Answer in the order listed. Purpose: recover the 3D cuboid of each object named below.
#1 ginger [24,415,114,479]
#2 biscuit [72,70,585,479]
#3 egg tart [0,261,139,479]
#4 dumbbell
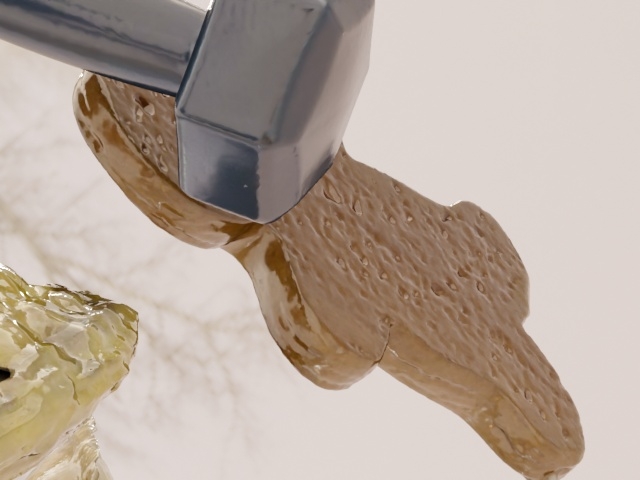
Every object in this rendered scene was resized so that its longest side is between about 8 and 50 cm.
[{"bbox_3d":[-0.173,0.190,1.149,0.122,0.115,0.193,-26,-172,-4],"label":"ginger"},{"bbox_3d":[-0.001,0.001,1.231,0.064,0.432,0.283,-41,-140,27],"label":"biscuit"},{"bbox_3d":[-0.202,0.072,0.685,0.278,0.095,0.279,-24,-174,3],"label":"egg tart"},{"bbox_3d":[-0.136,-0.129,1.056,0.324,0.144,0.160,20,-93,13],"label":"dumbbell"}]
